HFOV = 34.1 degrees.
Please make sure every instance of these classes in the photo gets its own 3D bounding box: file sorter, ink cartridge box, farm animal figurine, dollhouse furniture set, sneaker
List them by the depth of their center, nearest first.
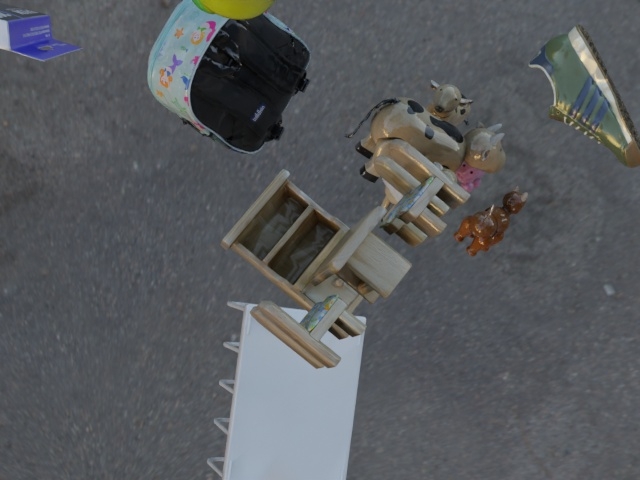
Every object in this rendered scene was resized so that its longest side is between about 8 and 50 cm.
[{"bbox_3d":[0.000,0.000,1.072,0.161,0.242,0.212,40,78,-2],"label":"dollhouse furniture set"},{"bbox_3d":[0.330,-0.167,1.306,0.086,0.064,0.192,-26,95,25],"label":"sneaker"},{"bbox_3d":[-0.450,-0.299,1.441,0.208,0.206,0.045,14,105,-3],"label":"ink cartridge box"},{"bbox_3d":[-0.063,0.242,1.650,0.193,0.173,0.277,8,88,-19],"label":"file sorter"},{"bbox_3d":[0.202,-0.155,1.691,0.327,0.172,0.330,14,39,-36],"label":"farm animal figurine"}]

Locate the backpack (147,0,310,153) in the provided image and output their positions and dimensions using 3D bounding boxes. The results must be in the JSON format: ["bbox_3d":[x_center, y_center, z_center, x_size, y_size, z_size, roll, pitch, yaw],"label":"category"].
[{"bbox_3d":[-0.157,-0.277,1.644,0.191,0.253,0.225,31,93,24],"label":"backpack"}]

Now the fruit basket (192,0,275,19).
[{"bbox_3d":[-0.061,-0.428,1.215,0.392,0.392,0.282,-9,90,-14],"label":"fruit basket"}]
